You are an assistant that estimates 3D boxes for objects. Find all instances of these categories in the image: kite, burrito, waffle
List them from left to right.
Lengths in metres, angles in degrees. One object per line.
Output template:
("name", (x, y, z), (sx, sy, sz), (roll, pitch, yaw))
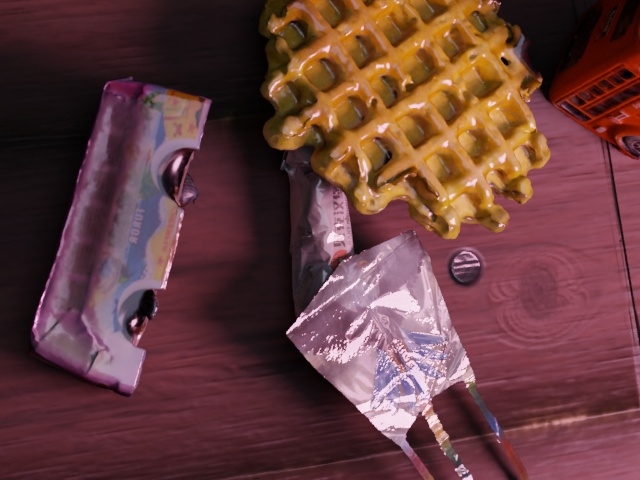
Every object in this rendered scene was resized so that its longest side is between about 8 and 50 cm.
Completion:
("burrito", (-0.001, 0.001, 1.667), (0.064, 0.064, 0.203), (-6, 88, -17))
("waffle", (0.087, -0.157, 1.682), (0.312, 0.060, 0.307), (25, 65, -19))
("kite", (0.107, 0.142, 1.676), (0.169, 0.015, 0.310), (-44, 107, -28))

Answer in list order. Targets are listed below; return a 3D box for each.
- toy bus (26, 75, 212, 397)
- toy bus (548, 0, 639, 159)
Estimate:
("toy bus", (-0.176, -0.004, 1.601), (0.112, 0.090, 0.274), (16, 80, -7))
("toy bus", (0.335, -0.178, 1.642), (0.153, 0.329, 0.143), (28, 78, -9))
